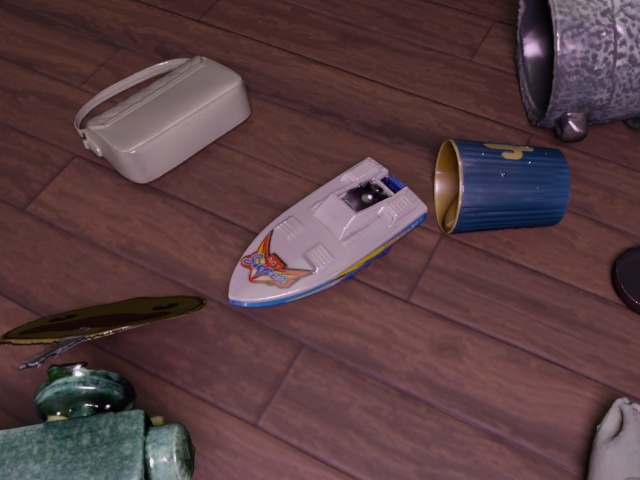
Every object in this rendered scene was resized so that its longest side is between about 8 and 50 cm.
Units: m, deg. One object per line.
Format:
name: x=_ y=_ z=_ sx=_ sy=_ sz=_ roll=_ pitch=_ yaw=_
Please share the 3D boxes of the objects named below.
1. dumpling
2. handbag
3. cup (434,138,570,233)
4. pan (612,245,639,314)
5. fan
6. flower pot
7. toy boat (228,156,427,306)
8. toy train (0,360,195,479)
dumpling: x=0.351 y=0.272 z=0.683 sx=0.149 sy=0.105 sz=0.216 roll=13 pitch=53 yaw=18
handbag: x=-0.257 y=-0.208 z=1.052 sx=0.256 sy=0.079 sz=0.219 roll=-38 pitch=52 yaw=-22
cup: x=0.246 y=-0.084 z=0.933 sx=0.155 sy=0.131 sz=0.176 roll=1 pitch=30 yaw=-3
pan: x=0.471 y=0.084 z=0.849 sx=0.115 sy=0.040 sz=0.212 roll=-30 pitch=53 yaw=-19
fan: x=-0.249 y=0.094 z=0.729 sx=0.230 sy=0.335 sz=0.011 roll=-8 pitch=94 yaw=2
flower pot: x=0.451 y=-0.292 z=0.960 sx=0.283 sy=0.299 sz=0.299 roll=-5 pitch=55 yaw=3
toy boat: x=0.000 y=0.000 z=0.889 sx=0.295 sy=0.088 sz=0.129 roll=-34 pitch=61 yaw=-20
toy train: x=-0.306 y=0.253 z=0.622 sx=0.397 sy=0.253 sz=0.160 roll=-8 pitch=48 yaw=-4
